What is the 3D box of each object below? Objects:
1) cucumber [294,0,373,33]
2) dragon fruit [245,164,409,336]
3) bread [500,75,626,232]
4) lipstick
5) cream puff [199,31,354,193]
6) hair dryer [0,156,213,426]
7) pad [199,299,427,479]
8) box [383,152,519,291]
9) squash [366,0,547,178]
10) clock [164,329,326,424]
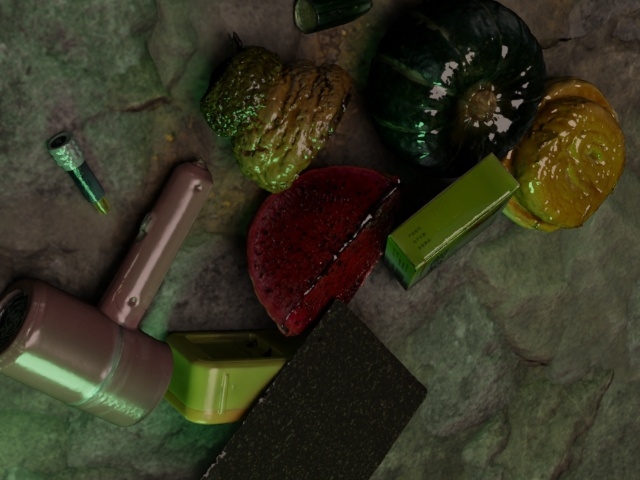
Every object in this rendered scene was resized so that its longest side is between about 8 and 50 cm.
[{"bbox_3d":[0.020,-0.302,1.439,0.105,0.048,0.048,-21,119,-26],"label":"cucumber"},{"bbox_3d":[0.000,0.000,1.498,0.189,0.163,0.262,43,80,-7],"label":"dragon fruit"},{"bbox_3d":[0.358,-0.128,1.673,0.198,0.120,0.236,35,89,-35],"label":"bread"},{"bbox_3d":[-0.289,-0.079,1.351,0.037,0.037,0.116,-38,130,-13],"label":"lipstick"},{"bbox_3d":[-0.069,-0.174,1.385,0.169,0.183,0.183,35,89,-11],"label":"cream puff"},{"bbox_3d":[-0.249,0.039,1.388,0.210,0.125,0.353,33,81,-35],"label":"hair dryer"},{"bbox_3d":[-0.007,0.269,1.481,0.220,0.004,0.330,47,71,-26],"label":"pad"},{"bbox_3d":[0.174,-0.018,1.527,0.175,0.260,0.062,-38,82,-4],"label":"box"},{"bbox_3d":[0.182,-0.206,1.503,0.252,0.165,0.252,-14,118,-27],"label":"squash"},{"bbox_3d":[-0.106,0.183,1.501,0.202,0.143,0.096,0,102,-31],"label":"clock"}]
